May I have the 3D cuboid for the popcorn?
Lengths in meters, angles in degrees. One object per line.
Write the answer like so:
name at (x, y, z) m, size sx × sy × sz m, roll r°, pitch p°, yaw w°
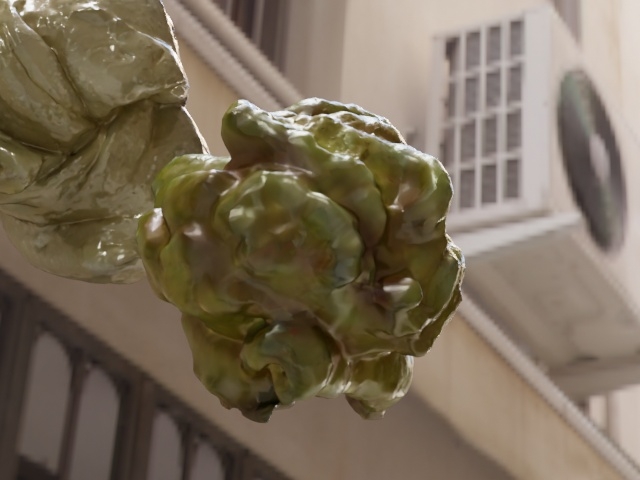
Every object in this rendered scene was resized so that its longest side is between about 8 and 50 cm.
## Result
popcorn at (-0.005, -0.010, 1.480) m, size 0.321 × 0.326 × 0.290 m, roll 49°, pitch -34°, yaw 11°

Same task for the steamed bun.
steamed bun at (-0.292, -0.133, 1.842) m, size 0.325 × 0.372 × 0.230 m, roll -2°, pitch 12°, yaw 30°
